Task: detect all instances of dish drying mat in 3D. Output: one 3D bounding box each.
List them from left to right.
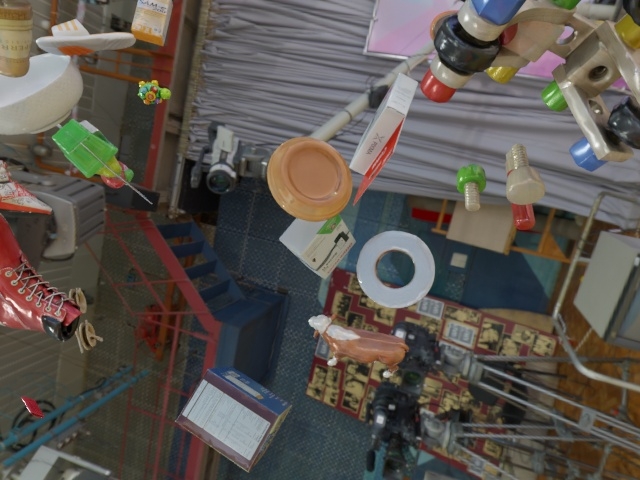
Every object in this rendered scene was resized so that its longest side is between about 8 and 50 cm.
[{"bbox_3d":[-0.641,0.371,0.910,0.008,0.083,0.032,-56,-46,-22],"label":"dish drying mat"}]

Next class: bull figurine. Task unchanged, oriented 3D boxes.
[{"bbox_3d":[0.107,0.321,1.247,0.188,0.310,0.101,92,-165,-50],"label":"bull figurine"}]

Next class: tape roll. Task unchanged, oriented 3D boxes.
[{"bbox_3d":[0.215,0.083,1.175,0.072,0.219,0.219,24,-100,-76],"label":"tape roll"}]

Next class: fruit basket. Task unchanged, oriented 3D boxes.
[{"bbox_3d":[-0.854,-0.314,1.635,0.165,0.327,0.353,-53,-34,-6],"label":"fruit basket"}]

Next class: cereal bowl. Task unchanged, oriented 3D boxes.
[{"bbox_3d":[-0.893,-0.438,1.272,0.141,0.339,0.339,72,-147,-48],"label":"cereal bowl"}]

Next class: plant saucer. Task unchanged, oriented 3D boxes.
[{"bbox_3d":[-0.017,-0.141,0.901,0.037,0.200,0.200,-34,35,64],"label":"plant saucer"}]

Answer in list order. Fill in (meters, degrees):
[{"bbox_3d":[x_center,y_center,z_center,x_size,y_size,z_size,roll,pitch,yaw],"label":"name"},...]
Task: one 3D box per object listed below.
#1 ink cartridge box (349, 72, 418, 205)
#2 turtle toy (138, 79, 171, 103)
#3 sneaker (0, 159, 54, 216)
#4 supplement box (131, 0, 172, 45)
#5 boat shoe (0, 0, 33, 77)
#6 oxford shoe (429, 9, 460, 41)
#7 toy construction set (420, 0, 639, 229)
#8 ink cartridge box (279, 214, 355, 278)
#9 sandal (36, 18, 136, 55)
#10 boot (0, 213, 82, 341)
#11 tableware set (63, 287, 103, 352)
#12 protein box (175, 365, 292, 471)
[{"bbox_3d":[0.143,-0.254,1.073,0.239,0.060,0.275,-66,5,-27],"label":"ink cartridge box"},{"bbox_3d":[-0.690,-0.610,1.701,0.066,0.130,0.095,-114,18,-46],"label":"turtle toy"},{"bbox_3d":[-0.876,-0.146,1.164,0.270,0.090,0.145,16,-114,-81],"label":"sneaker"},{"bbox_3d":[-0.358,-0.476,0.871,0.036,0.062,0.098,161,119,-76],"label":"supplement box"},{"bbox_3d":[-0.560,-0.355,0.628,0.121,0.341,0.110,-25,-37,-46],"label":"boat shoe"},{"bbox_3d":[0.385,-0.467,0.895,0.098,0.271,0.097,-84,-17,-55],"label":"oxford shoe"},{"bbox_3d":[0.242,-0.197,0.464,0.309,0.257,0.237,82,-164,-53],"label":"toy construction set"},{"bbox_3d":[0.000,0.000,1.133,0.153,0.087,0.208,-51,-29,-6],"label":"ink cartridge box"},{"bbox_3d":[-0.700,-0.615,1.225,0.102,0.265,0.076,-1,104,68],"label":"sandal"},{"bbox_3d":[-0.503,0.067,0.710,0.088,0.176,0.244,-62,-18,-55],"label":"boot"},{"bbox_3d":[-0.721,0.238,1.257,0.128,0.039,0.194,-174,70,-74],"label":"tableware set"},{"bbox_3d":[-0.201,0.423,1.007,0.136,0.201,0.200,-59,-11,-11],"label":"protein box"}]
